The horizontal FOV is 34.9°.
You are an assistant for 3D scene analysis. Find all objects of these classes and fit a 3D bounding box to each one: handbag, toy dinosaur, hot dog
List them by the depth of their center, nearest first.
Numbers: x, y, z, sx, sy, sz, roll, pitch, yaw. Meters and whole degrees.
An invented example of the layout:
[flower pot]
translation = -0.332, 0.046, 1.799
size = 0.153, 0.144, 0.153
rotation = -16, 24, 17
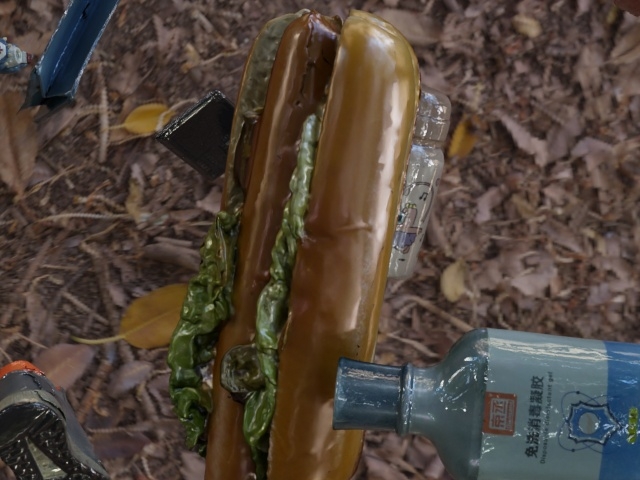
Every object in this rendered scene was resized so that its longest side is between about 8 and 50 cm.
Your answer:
[hot dog]
translation = -0.022, 0.023, 0.640
size = 0.100, 0.135, 0.337
rotation = 3, 99, -47
[toy dinosaur]
translation = -0.317, -0.183, 1.010
size = 0.047, 0.083, 0.031
rotation = -3, 88, 9
[handbag]
translation = -0.294, -0.252, 1.230
size = 0.057, 0.144, 0.221
rotation = 26, 68, -19

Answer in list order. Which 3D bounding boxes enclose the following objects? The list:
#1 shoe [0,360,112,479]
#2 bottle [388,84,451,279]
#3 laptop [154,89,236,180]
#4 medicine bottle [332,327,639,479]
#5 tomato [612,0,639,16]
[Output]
[shoe]
translation = -0.434, 0.307, 1.606
size = 0.132, 0.171, 0.336
rotation = -23, 136, -8
[bottle]
translation = 0.086, -0.069, 1.125
size = 0.097, 0.110, 0.209
rotation = 21, 103, 22
[laptop]
translation = -0.172, -0.167, 1.648
size = 0.129, 0.180, 0.016
rotation = -37, 59, 9
[medicine bottle]
translation = 0.112, 0.096, 0.571
size = 0.208, 0.054, 0.090
rotation = 5, 92, 3
[tomato]
translation = 0.401, -0.355, 1.141
size = 0.208, 0.208, 0.184
rotation = -30, 122, -21
